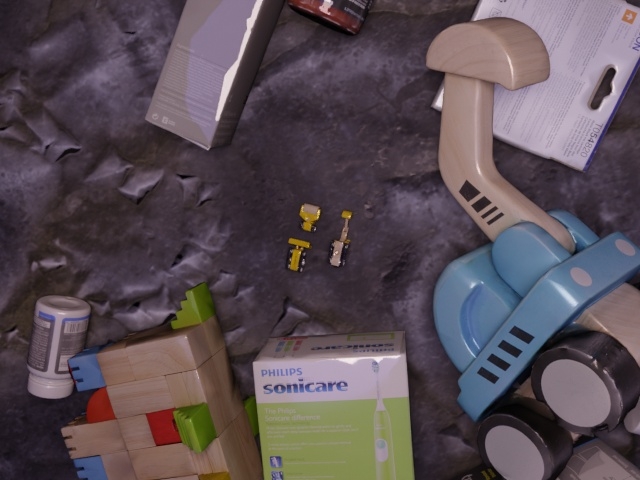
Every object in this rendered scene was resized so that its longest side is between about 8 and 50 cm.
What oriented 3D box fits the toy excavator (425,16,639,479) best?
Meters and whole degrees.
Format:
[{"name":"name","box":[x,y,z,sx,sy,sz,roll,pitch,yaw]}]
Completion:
[{"name":"toy excavator","box":[0.241,0.014,0.929,0.445,0.222,0.433,46,136,23]}]

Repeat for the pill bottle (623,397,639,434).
[{"name":"pill bottle","box":[0.513,0.246,1.008,0.184,0.103,0.103,15,100,4]}]

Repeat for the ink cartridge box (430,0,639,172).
[{"name":"ink cartridge box","box":[0.290,-0.232,0.986,0.224,0.045,0.223,24,101,1]}]

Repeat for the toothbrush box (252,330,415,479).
[{"name":"toothbrush box","box":[0.027,0.282,1.056,0.206,0.122,0.283,-5,99,7]}]

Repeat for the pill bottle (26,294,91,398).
[{"name":"pill bottle","box":[-0.386,0.156,1.102,0.078,0.078,0.137,14,100,4]}]

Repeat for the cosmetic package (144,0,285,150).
[{"name":"cosmetic package","box":[-0.133,-0.250,0.989,0.107,0.127,0.238,26,102,2]}]

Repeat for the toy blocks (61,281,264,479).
[{"name":"toy blocks","box":[-0.240,0.276,1.072,0.261,0.191,0.381,-13,98,19]}]

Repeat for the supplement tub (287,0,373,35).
[{"name":"supplement tub","box":[0.039,-0.373,0.961,0.106,0.106,0.198,24,100,2]}]

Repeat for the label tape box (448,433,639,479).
[{"name":"label tape box","box":[0.247,0.379,0.959,0.333,0.240,0.106,-25,97,-2]}]

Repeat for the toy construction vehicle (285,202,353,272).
[{"name":"toy construction vehicle","box":[0.000,0.000,1.063,0.086,0.035,0.098,11,97,15]}]
